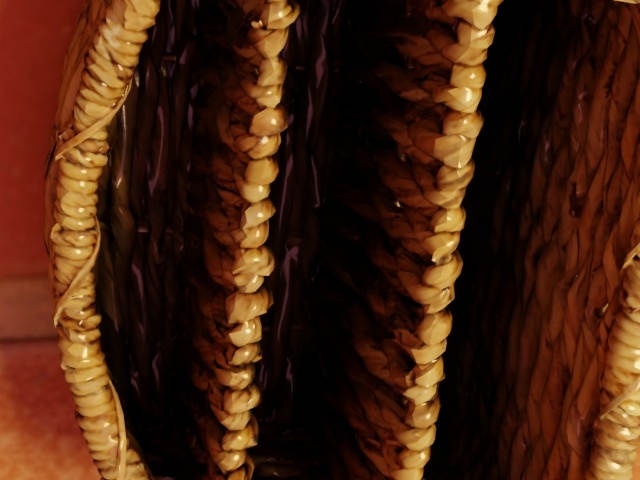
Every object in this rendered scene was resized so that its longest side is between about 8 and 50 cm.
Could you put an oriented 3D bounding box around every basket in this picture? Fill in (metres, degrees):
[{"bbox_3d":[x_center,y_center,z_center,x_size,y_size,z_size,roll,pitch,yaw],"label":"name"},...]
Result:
[{"bbox_3d":[0.000,0.000,0.655,0.214,0.223,0.299,2,113,-15],"label":"basket"}]
